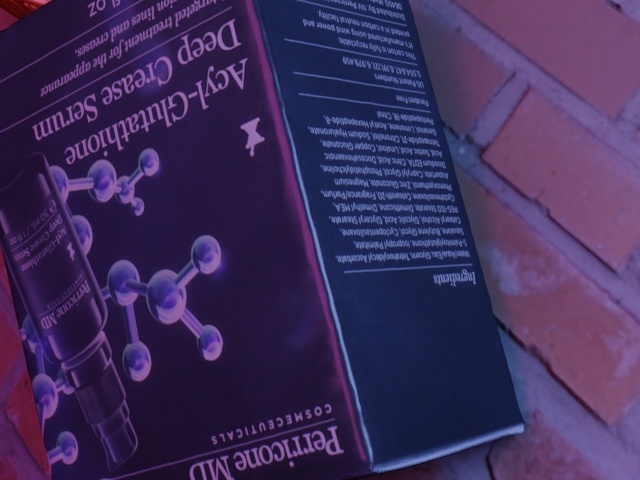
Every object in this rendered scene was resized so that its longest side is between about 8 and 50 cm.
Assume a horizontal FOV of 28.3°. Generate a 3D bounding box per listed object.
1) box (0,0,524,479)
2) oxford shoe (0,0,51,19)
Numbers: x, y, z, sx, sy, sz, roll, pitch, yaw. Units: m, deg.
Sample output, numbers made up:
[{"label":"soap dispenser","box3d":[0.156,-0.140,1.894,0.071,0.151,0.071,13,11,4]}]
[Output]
[{"label":"box","box3d":[-0.066,-0.005,0.954,0.293,0.212,0.396,-21,79,34]},{"label":"oxford shoe","box3d":[-0.336,-0.325,1.351,0.363,0.130,0.133,35,89,33]}]
